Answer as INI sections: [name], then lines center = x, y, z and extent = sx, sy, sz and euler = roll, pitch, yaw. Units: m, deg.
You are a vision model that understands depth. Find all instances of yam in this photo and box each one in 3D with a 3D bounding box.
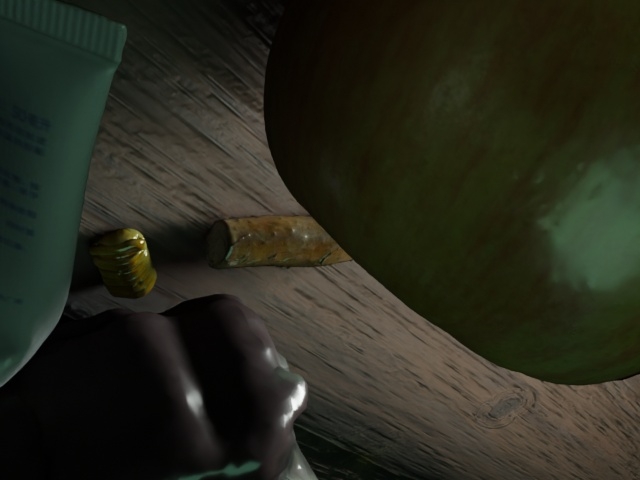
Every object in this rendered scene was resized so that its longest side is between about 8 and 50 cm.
[yam]
center = 0.000, 0.000, 1.180
extent = 0.241, 0.057, 0.057
euler = -3, 138, -38

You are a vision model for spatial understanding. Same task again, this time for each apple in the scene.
[apple]
center = 0.154, -0.099, 0.884
extent = 0.347, 0.391, 0.391
euler = -57, 144, 5

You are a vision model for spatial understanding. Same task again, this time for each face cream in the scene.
[face cream]
center = -0.270, -0.018, 0.825
extent = 0.234, 0.137, 0.420
euler = 18, 138, -4

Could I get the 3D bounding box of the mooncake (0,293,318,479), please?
[mooncake]
center = -0.166, 0.212, 1.180
extent = 0.350, 0.212, 0.381
euler = -19, 152, -16

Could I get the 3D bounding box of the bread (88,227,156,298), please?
[bread]
center = -0.170, 0.023, 1.088
extent = 0.049, 0.034, 0.088
euler = -19, 147, -9
